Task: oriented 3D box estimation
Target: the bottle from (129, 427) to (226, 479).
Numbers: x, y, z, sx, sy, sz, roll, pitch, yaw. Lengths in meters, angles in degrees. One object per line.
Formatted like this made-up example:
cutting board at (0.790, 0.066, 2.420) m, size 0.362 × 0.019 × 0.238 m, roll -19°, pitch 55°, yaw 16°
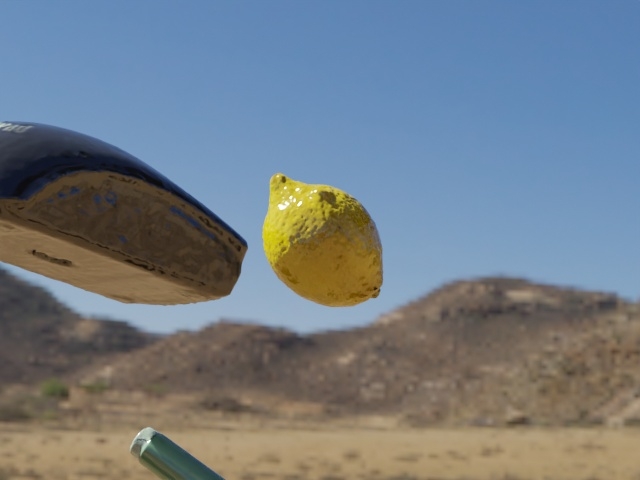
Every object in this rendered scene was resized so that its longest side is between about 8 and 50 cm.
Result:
bottle at (-0.108, 0.177, 1.180) m, size 0.083 × 0.030 × 0.030 m, roll 34°, pitch 0°, yaw 14°

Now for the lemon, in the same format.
lemon at (0.000, 0.000, 0.882) m, size 0.065 × 0.092 × 0.065 m, roll -40°, pitch 2°, yaw 1°

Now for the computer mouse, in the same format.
computer mouse at (-0.192, -0.028, 1.171) m, size 0.269 × 0.100 × 0.170 m, roll 23°, pitch -16°, yaw -40°
